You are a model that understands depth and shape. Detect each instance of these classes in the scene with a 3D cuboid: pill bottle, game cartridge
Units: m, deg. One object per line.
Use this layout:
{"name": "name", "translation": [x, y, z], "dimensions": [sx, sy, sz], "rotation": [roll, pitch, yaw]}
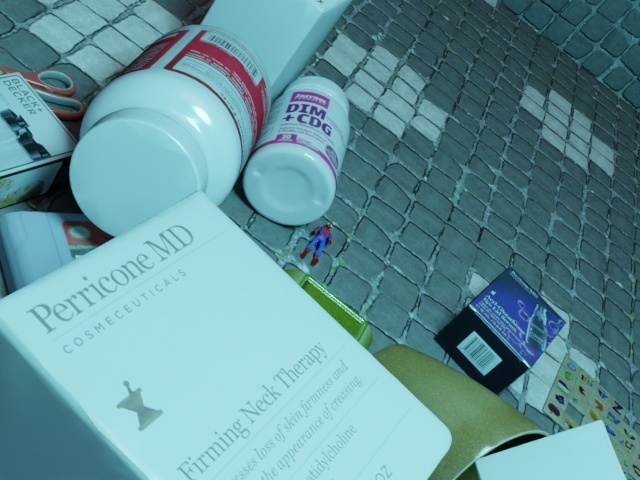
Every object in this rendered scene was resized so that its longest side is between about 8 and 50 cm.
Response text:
{"name": "pill bottle", "translation": [-0.214, -0.162, 1.343], "dimensions": [0.229, 0.229, 0.408], "rotation": [34, 26, -9]}
{"name": "pill bottle", "translation": [-0.033, -0.169, 1.625], "dimensions": [0.160, 0.160, 0.283], "rotation": [31, 36, -13]}
{"name": "game cartridge", "translation": [-0.283, 0.053, 1.258], "dimensions": [0.294, 0.060, 0.196], "rotation": [2, 55, -41]}

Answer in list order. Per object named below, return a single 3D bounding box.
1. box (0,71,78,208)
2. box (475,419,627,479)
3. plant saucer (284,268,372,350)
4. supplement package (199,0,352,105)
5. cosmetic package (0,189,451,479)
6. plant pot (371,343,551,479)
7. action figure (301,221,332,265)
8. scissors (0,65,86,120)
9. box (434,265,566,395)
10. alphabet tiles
{"name": "box", "translation": [-0.485, -0.121, 1.227], "dimensions": [0.169, 0.087, 0.290], "rotation": [49, 36, 11]}
{"name": "box", "translation": [0.337, 0.420, 1.177], "dimensions": [0.345, 0.168, 0.215], "rotation": [62, 11, -49]}
{"name": "plant saucer", "translation": [-0.006, 0.136, 1.424], "dimensions": [0.188, 0.045, 0.188], "rotation": [39, 36, -2]}
{"name": "supplement package", "translation": [-0.101, -0.386, 1.680], "dimensions": [0.177, 0.293, 0.175], "rotation": [42, 36, 2]}
{"name": "cosmetic package", "translation": [-0.150, 0.232, 0.953], "dimensions": [0.393, 0.327, 0.329], "rotation": [44, 36, 6]}
{"name": "plant pot", "translation": [0.158, 0.274, 1.303], "dimensions": [0.237, 0.237, 0.254], "rotation": [3, 32, -40]}
{"name": "action figure", "translation": [0.000, 0.000, 1.590], "dimensions": [0.038, 0.030, 0.115], "rotation": [32, 34, -3]}
{"name": "scissors", "translation": [-0.505, -0.254, 1.406], "dimensions": [0.297, 0.021, 0.109], "rotation": [13, 46, -35]}
{"name": "box", "translation": [0.326, 0.161, 1.644], "dimensions": [0.153, 0.108, 0.207], "rotation": [46, 36, 8]}
{"name": "alphabet tiles", "translation": [0.529, 0.345, 1.718], "dimensions": [0.237, 0.009, 0.198], "rotation": [43, 35, 3]}
